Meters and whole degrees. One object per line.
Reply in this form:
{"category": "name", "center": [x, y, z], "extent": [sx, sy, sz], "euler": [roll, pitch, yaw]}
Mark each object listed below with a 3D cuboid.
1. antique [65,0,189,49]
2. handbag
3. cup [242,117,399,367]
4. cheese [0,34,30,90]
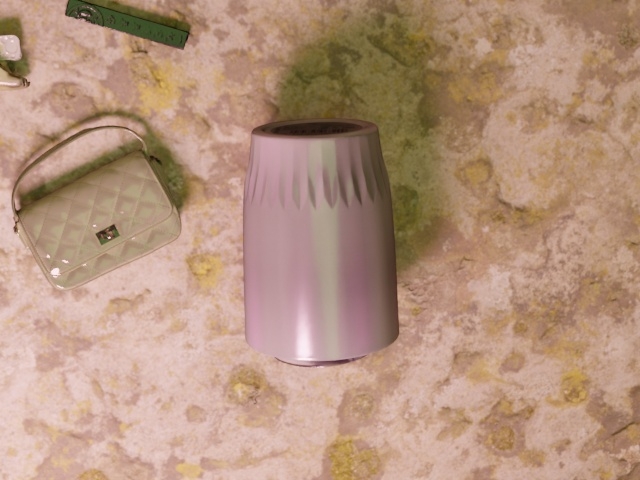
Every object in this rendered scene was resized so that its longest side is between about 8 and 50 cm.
{"category": "antique", "center": [-0.299, -0.336, 1.699], "extent": [0.192, 0.015, 0.031], "euler": [13, 102, -18]}
{"category": "handbag", "center": [-0.362, -0.058, 1.732], "extent": [0.256, 0.079, 0.219], "euler": [-28, 107, -8]}
{"category": "cup", "center": [0.000, 0.000, 1.755], "extent": [0.253, 0.253, 0.372], "euler": [-5, 104, -14]}
{"category": "cheese", "center": [-0.560, -0.278, 1.626], "extent": [0.235, 0.050, 0.127], "euler": [-7, 110, -12]}
